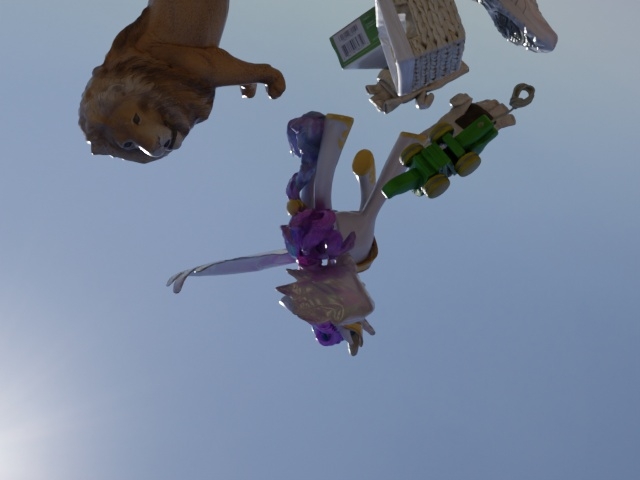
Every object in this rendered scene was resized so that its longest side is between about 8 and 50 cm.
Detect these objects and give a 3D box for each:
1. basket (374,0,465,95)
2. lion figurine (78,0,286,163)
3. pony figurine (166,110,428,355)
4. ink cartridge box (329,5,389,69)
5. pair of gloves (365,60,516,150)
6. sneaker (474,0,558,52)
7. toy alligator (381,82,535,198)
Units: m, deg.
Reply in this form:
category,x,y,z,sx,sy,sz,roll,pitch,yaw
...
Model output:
category,x,y,z,sx,sy,sz,roll,pitch,yaw
basket,0.143,-0.293,1.282,0.103,0.113,0.167,-18,172,4
lion figurine,-0.148,-0.280,1.045,0.240,0.392,0.142,2,-168,-34
pony figurine,0.000,0.000,1.305,0.303,0.363,0.351,17,-172,40
ink cartridge box,0.121,-0.341,1.519,0.209,0.109,0.062,-15,-100,-54
pair of gloves,0.212,-0.251,1.619,0.204,0.042,0.240,-24,-120,-15
sneaker,0.314,-0.407,1.446,0.232,0.115,0.090,47,175,3
toy alligator,0.147,-0.095,0.939,0.056,0.190,0.051,54,178,22
